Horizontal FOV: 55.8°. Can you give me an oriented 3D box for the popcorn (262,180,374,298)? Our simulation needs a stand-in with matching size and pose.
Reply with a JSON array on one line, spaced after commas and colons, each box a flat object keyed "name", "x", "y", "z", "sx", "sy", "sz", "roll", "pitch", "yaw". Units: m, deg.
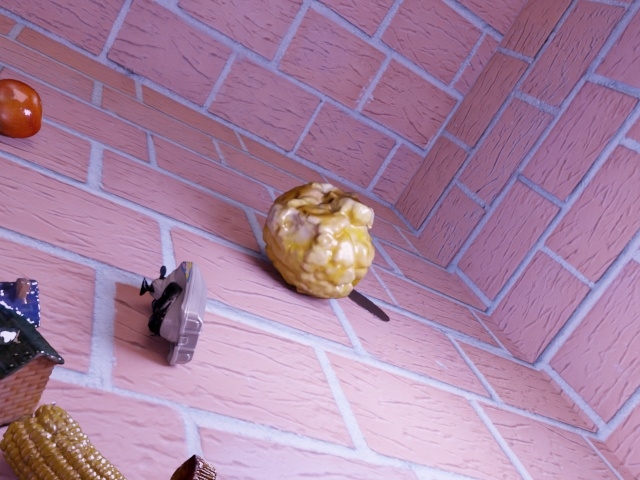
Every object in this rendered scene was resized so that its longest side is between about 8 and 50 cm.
[{"name": "popcorn", "x": -0.007, "y": 0.007, "z": 1.850, "sx": 0.344, "sy": 0.354, "sz": 0.390, "roll": 8, "pitch": -23, "yaw": -9}]

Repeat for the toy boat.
[{"name": "toy boat", "x": -0.302, "y": 0.134, "z": 1.258, "sx": 0.141, "sy": 0.141, "sz": 0.269, "roll": 22, "pitch": 17, "yaw": -31}]

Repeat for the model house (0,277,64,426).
[{"name": "model house", "x": -0.465, "y": 0.142, "z": 0.845, "sx": 0.183, "sy": 0.172, "sz": 0.166, "roll": 39, "pitch": 16, "yaw": 22}]

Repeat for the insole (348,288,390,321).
[{"name": "insole", "x": 0.106, "y": 0.180, "z": 2.091, "sx": 0.328, "sy": 0.007, "sz": 0.111, "roll": 37, "pitch": 16, "yaw": 16}]

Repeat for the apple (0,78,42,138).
[{"name": "apple", "x": -0.836, "y": -0.359, "z": 1.661, "sx": 0.139, "sy": 0.163, "sz": 0.163, "roll": 12, "pitch": 23, "yaw": -23}]

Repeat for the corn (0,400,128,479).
[{"name": "corn", "x": -0.291, "y": 0.328, "z": 0.771, "sx": 0.291, "sy": 0.101, "sz": 0.101, "roll": 40, "pitch": 17, "yaw": 13}]

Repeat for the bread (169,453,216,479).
[{"name": "bread", "x": -0.192, "y": 0.356, "z": 0.883, "sx": 0.053, "sy": 0.085, "sz": 0.085, "roll": 35, "pitch": 15, "yaw": -16}]
